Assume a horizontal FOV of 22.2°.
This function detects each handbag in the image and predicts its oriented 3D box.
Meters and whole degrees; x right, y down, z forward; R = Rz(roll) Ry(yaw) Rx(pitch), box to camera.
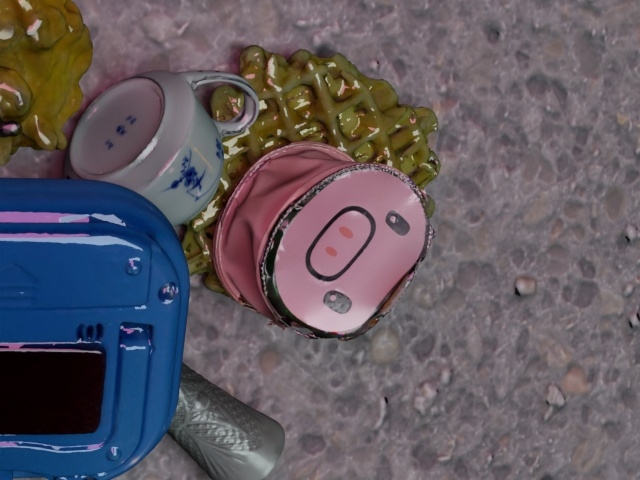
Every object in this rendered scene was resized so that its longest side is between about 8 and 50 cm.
[{"bbox_3d":[0.000,0.000,1.663,0.179,0.116,0.205,38,88,-27],"label":"handbag"}]

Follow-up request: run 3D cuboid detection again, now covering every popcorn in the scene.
[{"bbox_3d":[-0.310,-0.151,1.478,0.218,0.169,0.189,-9,104,-24],"label":"popcorn"}]

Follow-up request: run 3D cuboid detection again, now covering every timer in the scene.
[{"bbox_3d":[-0.292,0.094,1.511,0.340,0.115,0.309,1,118,-15],"label":"timer"}]

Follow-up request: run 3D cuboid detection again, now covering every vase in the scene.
[{"bbox_3d":[-0.142,0.171,1.704,0.219,0.096,0.096,43,77,-29],"label":"vase"}]

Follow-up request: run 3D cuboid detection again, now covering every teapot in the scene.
[{"bbox_3d":[-0.155,-0.076,1.611,0.232,0.159,0.159,-49,122,-2],"label":"teapot"}]

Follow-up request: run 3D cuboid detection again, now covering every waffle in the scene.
[{"bbox_3d":[-0.008,-0.053,1.748,0.317,0.073,0.297,19,90,-34],"label":"waffle"}]
